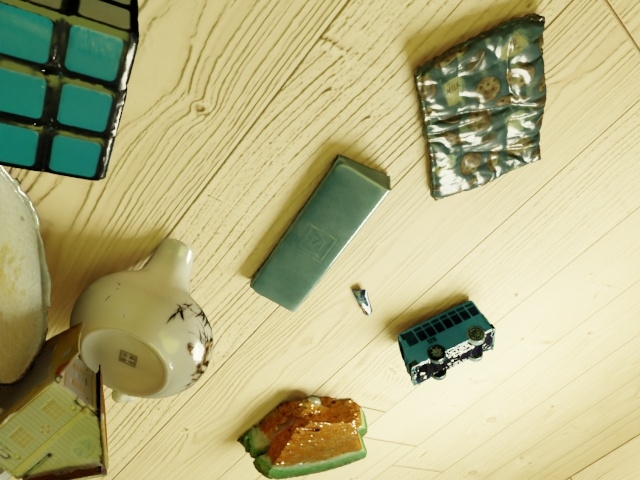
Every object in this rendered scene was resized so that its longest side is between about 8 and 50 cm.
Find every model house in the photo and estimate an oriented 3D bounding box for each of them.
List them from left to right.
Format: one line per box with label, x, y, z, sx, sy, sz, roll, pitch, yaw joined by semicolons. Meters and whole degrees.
model house;-0.337;0.223;0.668;0.207;0.219;0.136;-43;111;-13

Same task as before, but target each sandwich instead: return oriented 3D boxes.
sandwich;-0.009;0.427;1.171;0.292;0.109;0.212;10;127;-28

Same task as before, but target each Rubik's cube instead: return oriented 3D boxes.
Rubik's cube;-0.264;-0.172;0.483;0.161;0.163;0.162;9;131;-28

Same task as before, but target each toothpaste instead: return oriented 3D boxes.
toothpaste;0.080;0.114;0.978;0.027;0.019;0.083;-6;137;18

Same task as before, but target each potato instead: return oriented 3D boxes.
potato;-0.439;0.028;0.560;0.196;0.246;0.299;-5;130;2

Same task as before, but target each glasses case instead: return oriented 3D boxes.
glasses case;0.000;0.000;0.816;0.105;0.056;0.266;17;123;-33

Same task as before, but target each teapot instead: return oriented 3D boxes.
teapot;-0.267;0.146;0.800;0.209;0.165;0.299;17;135;-12

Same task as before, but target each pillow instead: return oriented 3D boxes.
pillow;0.233;-0.175;0.756;0.189;0.034;0.255;-22;135;0

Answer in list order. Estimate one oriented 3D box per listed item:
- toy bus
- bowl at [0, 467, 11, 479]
toy bus;0.246;0.205;1.065;0.185;0.106;0.090;-23;139;-7
bowl;-0.571;0.378;0.907;0.086;0.189;0.189;46;110;1
